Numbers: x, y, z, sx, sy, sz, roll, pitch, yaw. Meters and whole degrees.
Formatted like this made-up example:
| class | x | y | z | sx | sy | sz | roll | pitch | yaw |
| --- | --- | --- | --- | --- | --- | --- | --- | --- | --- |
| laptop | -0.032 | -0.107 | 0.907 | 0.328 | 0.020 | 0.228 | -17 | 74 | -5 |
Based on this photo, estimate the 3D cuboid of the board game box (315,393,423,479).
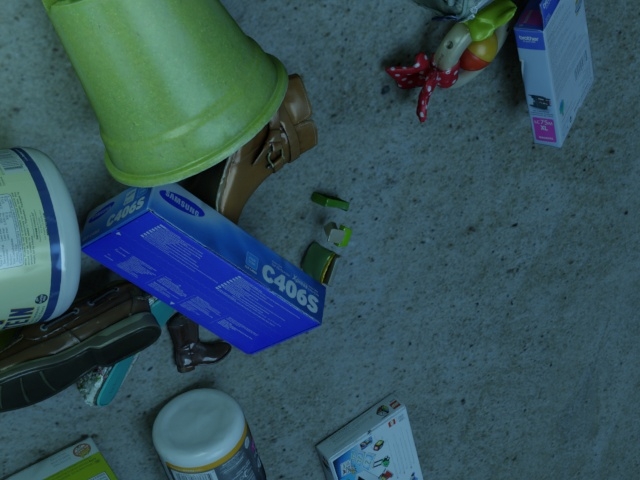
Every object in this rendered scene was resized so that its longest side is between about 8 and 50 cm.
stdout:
| class | x | y | z | sx | sy | sz | roll | pitch | yaw |
| --- | --- | --- | --- | --- | --- | --- | --- | --- | --- |
| board game box | 0.110 | 0.472 | 2.483 | 0.193 | 0.053 | 0.305 | -32 | 135 | -18 |

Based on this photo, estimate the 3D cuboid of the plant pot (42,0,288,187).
| class | x | y | z | sx | sy | sz | roll | pitch | yaw |
| --- | --- | --- | --- | --- | --- | --- | --- | --- | --- |
| plant pot | -0.217 | -0.254 | 1.565 | 0.276 | 0.276 | 0.254 | -37 | 125 | -11 |

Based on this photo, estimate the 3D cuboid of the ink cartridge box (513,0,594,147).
| class | x | y | z | sx | sy | sz | roll | pitch | yaw |
| --- | --- | --- | --- | --- | --- | --- | --- | --- | --- |
| ink cartridge box | 0.400 | -0.334 | 2.072 | 0.186 | 0.065 | 0.311 | -59 | 148 | -32 |

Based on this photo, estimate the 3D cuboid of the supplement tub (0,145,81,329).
| class | x | y | z | sx | sy | sz | roll | pitch | yaw |
| --- | --- | --- | --- | --- | --- | --- | --- | --- | --- |
| supplement tub | -0.493 | 0.013 | 1.531 | 0.324 | 0.235 | 0.235 | -11 | 126 | -33 |

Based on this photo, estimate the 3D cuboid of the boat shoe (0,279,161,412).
| class | x | y | z | sx | sy | sz | roll | pitch | yaw |
| --- | --- | --- | --- | --- | --- | --- | --- | --- | --- |
| boat shoe | -0.392 | 0.155 | 1.776 | 0.307 | 0.104 | 0.111 | -21 | 154 | -20 |

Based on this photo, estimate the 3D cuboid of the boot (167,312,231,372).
| class | x | y | z | sx | sy | sz | roll | pitch | yaw |
| --- | --- | --- | --- | --- | --- | --- | --- | --- | --- |
| boot | -0.201 | 0.158 | 2.021 | 0.106 | 0.037 | 0.114 | -24 | 128 | -26 |

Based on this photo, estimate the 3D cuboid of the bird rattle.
| class | x | y | z | sx | sy | sz | roll | pitch | yaw |
| --- | --- | --- | --- | --- | --- | --- | --- | --- | --- |
| bird rattle | 0.237 | -0.307 | 1.973 | 0.207 | 0.143 | 0.253 | -7 | 129 | -55 |

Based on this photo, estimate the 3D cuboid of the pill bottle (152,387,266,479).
| class | x | y | z | sx | sy | sz | roll | pitch | yaw |
| --- | --- | --- | --- | --- | --- | --- | --- | --- | --- |
| pill bottle | -0.184 | 0.401 | 2.118 | 0.162 | 0.162 | 0.278 | -31 | 135 | -17 |

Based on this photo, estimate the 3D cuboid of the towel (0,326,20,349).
| class | x | y | z | sx | sy | sz | roll | pitch | yaw |
| --- | --- | --- | --- | --- | --- | --- | --- | --- | --- |
| towel | -0.467 | 0.094 | 1.747 | 0.237 | 0.021 | 0.102 | -54 | 134 | -4 |

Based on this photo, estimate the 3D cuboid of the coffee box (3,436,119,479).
| class | x | y | z | sx | sy | sz | roll | pitch | yaw |
| --- | --- | --- | --- | --- | --- | --- | --- | --- | --- |
| coffee box | -0.422 | 0.598 | 1.940 | 0.338 | 0.334 | 0.338 | -25 | 133 | -23 |

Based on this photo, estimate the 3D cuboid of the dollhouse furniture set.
| class | x | y | z | sx | sy | sz | roll | pitch | yaw |
| --- | --- | --- | --- | --- | --- | --- | --- | --- | --- |
| dollhouse furniture set | 0.000 | 0.000 | 2.038 | 0.058 | 0.076 | 0.152 | 9 | 104 | -45 |

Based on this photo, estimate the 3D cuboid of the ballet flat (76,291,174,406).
| class | x | y | z | sx | sy | sz | roll | pitch | yaw |
| --- | --- | --- | --- | --- | --- | --- | --- | --- | --- |
| ballet flat | -0.311 | 0.149 | 1.891 | 0.241 | 0.077 | 0.091 | -55 | 156 | 5 |

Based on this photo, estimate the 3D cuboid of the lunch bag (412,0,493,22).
| class | x | y | z | sx | sy | sz | roll | pitch | yaw |
| --- | --- | --- | --- | --- | --- | --- | --- | --- | --- |
| lunch bag | 0.234 | -0.463 | 1.753 | 0.305 | 0.256 | 0.213 | -34 | 135 | -14 |

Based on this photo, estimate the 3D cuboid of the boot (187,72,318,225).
| class | x | y | z | sx | sy | sz | roll | pitch | yaw |
| --- | --- | --- | --- | --- | --- | --- | --- | --- | --- |
| boot | -0.106 | -0.111 | 1.865 | 0.220 | 0.109 | 0.283 | -28 | 127 | -26 |

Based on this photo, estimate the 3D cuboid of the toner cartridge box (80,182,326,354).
| class | x | y | z | sx | sy | sz | roll | pitch | yaw |
| --- | --- | --- | --- | --- | --- | --- | --- | --- | --- |
| toner cartridge box | -0.169 | 0.042 | 1.807 | 0.165 | 0.075 | 0.348 | -26 | 132 | 36 |
